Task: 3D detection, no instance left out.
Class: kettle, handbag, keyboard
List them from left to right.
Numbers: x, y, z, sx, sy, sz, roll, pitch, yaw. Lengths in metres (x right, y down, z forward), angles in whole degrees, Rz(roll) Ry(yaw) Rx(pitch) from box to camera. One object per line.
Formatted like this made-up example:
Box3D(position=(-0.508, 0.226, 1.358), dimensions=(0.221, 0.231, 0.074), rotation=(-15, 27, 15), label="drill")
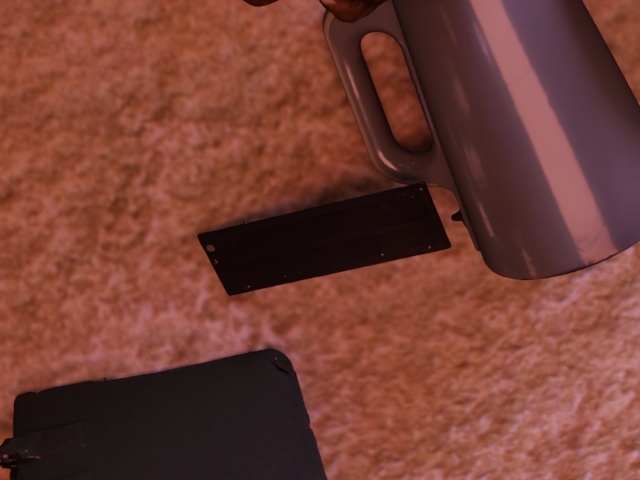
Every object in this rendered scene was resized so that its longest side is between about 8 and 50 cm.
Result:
Box3D(position=(-0.127, 0.200, 0.943), dimensions=(0.260, 0.247, 0.079), rotation=(-10, 120, -4), label="handbag")
Box3D(position=(0.000, 0.000, 0.954), dimensions=(0.202, 0.011, 0.067), rotation=(-13, 121, 24), label="keyboard")
Box3D(position=(0.127, -0.107, 0.905), dimensions=(0.211, 0.160, 0.243), rotation=(-16, 115, 33), label="kettle")

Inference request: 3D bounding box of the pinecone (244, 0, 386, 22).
Box3D(position=(-0.020, -0.319, 0.676), dimensions=(0.384, 0.384, 0.384), rotation=(-3, 117, -7), label="pinecone")
